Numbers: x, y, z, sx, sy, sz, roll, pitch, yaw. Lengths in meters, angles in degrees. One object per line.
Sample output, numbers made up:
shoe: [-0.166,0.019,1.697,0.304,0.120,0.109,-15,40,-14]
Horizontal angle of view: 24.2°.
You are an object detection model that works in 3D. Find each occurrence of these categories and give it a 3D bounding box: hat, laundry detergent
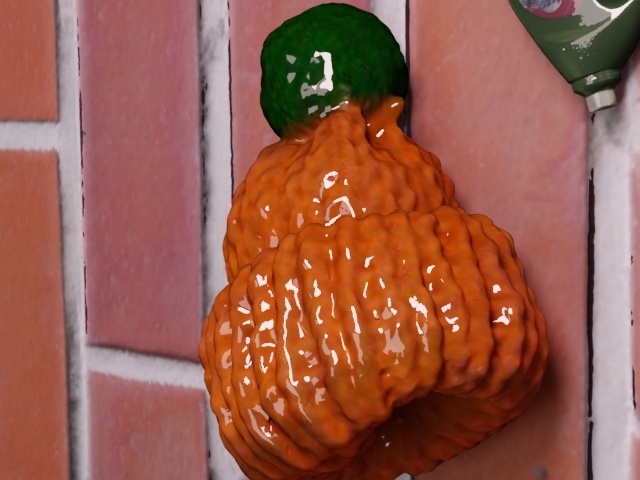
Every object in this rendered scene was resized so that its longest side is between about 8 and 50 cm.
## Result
hat: [0.000,0.000,1.246,0.285,0.285,0.400,-37,67,37]
laundry detergent: [0.207,-0.207,1.172,0.137,0.063,0.210,-17,84,34]
